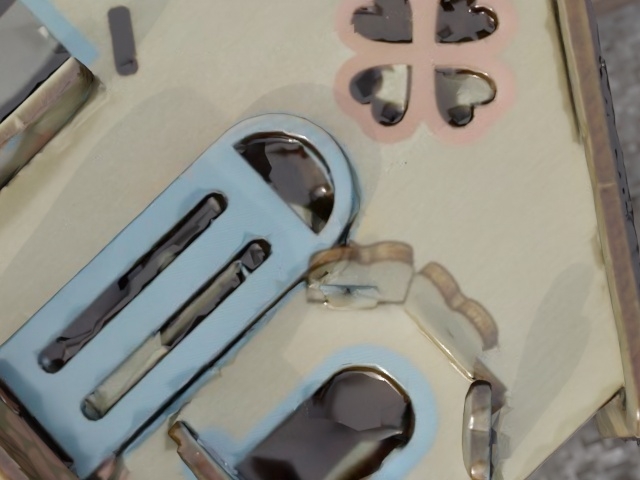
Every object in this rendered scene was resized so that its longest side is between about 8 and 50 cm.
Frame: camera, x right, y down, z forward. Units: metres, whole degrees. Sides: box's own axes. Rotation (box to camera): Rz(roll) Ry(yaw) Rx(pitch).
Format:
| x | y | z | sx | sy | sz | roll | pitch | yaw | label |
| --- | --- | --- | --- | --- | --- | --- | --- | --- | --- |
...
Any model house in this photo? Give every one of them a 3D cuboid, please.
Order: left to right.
| x | y | z | sx | sy | sz | roll | pitch | yaw | label |
| --- | --- | --- | --- | --- | --- | --- | --- | --- | --- |
| 0.000 | 0.000 | 0.619 | 0.244 | 0.326 | 0.169 | -42 | 170 | -3 | model house |
